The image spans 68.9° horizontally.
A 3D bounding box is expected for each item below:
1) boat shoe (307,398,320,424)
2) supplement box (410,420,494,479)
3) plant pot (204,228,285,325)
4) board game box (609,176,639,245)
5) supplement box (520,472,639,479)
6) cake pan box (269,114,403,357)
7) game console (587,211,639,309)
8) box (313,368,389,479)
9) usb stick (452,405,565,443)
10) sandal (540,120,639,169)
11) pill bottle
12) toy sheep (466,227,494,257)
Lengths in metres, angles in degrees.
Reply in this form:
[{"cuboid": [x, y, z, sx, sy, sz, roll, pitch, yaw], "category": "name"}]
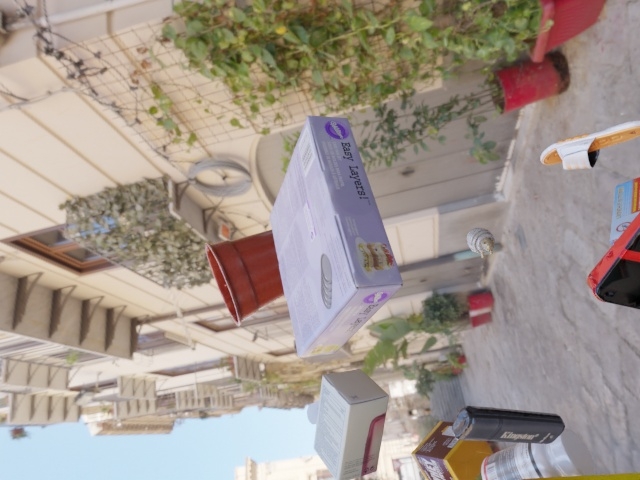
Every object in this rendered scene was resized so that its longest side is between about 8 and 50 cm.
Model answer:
[{"cuboid": [0.058, 0.582, 1.631, 0.088, 0.267, 0.096, 7, -128, -37], "category": "boat shoe"}, {"cuboid": [0.477, 0.777, 1.696, 0.129, 0.191, 0.194, 59, 148, -1], "category": "supplement box"}, {"cuboid": [-0.186, 0.089, 1.463, 0.272, 0.265, 0.272, 53, 155, 38], "category": "plant pot"}, {"cuboid": [1.016, -0.105, 1.334, 0.086, 0.302, 0.308, 48, -131, -12], "category": "board game box"}, {"cuboid": [0.670, 0.678, 1.060, 0.195, 0.356, 0.194, -25, -78, -72], "category": "supplement box"}, {"cuboid": [0.000, 0.000, 0.653, 0.246, 0.070, 0.267, 121, 141, -52], "category": "cake pan box"}, {"cuboid": [0.917, 0.060, 1.151, 0.060, 0.386, 0.342, -76, -4, -49], "category": "game console"}, {"cuboid": [0.078, 0.485, 1.239, 0.148, 0.126, 0.232, 30, 117, 58], "category": "box"}, {"cuboid": [0.387, 0.379, 0.952, 0.077, 0.278, 0.045, -67, 27, 19], "category": "usb stick"}, {"cuboid": [0.722, -0.237, 1.237, 0.102, 0.265, 0.076, 17, -114, -41], "category": "sandal"}, {"cuboid": [0.628, 0.665, 1.356, 0.161, 0.283, 0.161, 26, -142, -23], "category": "pill bottle"}, {"cuboid": [0.523, 0.001, 1.526, 0.132, 0.091, 0.091, -134, 25, -64], "category": "toy sheep"}]
